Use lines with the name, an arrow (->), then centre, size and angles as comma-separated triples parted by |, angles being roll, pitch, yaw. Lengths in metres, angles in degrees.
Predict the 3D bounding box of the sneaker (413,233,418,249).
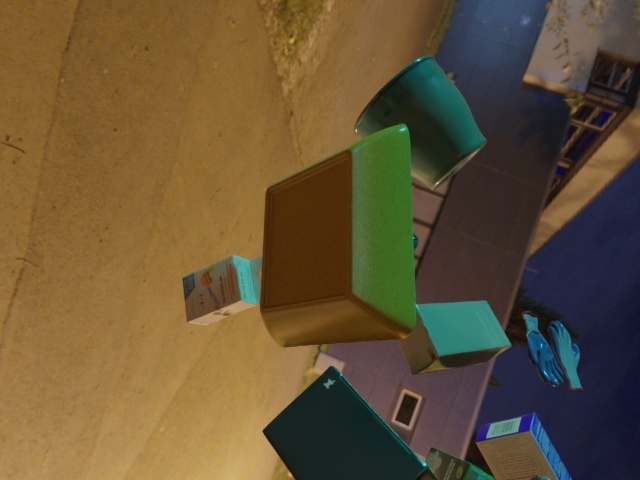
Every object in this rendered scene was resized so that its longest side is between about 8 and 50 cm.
sneaker -> 0.161, 0.093, 1.297 | 0.283, 0.122, 0.110 | -49, -165, 26

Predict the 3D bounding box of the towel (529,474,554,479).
towel -> 0.446, 0.492, 0.773 | 0.284, 0.235, 0.121 | -21, 131, -79

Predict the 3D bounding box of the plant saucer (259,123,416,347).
plant saucer -> 0.000, 0.000, 0.849 | 0.333, 0.081, 0.332 | -18, -114, 49

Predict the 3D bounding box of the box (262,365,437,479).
box -> 0.101, 0.513, 1.136 | 0.212, 0.293, 0.395 | -41, 137, -10

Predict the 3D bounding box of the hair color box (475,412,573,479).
hair color box -> 0.651, 0.721, 1.591 | 0.185, 0.338, 0.110 | -28, 180, 33

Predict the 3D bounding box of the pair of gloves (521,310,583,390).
pair of gloves -> 0.493, 0.233, 1.080 | 0.023, 0.198, 0.159 | -37, -133, 42

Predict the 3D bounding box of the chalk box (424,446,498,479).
chalk box -> 0.367, 0.644, 1.320 | 0.132, 0.132, 0.213 | -59, -161, -17

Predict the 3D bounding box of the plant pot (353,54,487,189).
plant pot -> 0.268, -0.276, 1.312 | 0.272, 0.255, 0.271 | -40, 173, -6

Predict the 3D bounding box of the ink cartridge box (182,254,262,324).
ink cartridge box -> -0.199, 0.099, 1.081 | 0.062, 0.182, 0.104 | 28, 44, -57

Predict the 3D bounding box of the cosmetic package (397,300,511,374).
cosmetic package -> 0.290, 0.211, 1.139 | 0.107, 0.238, 0.127 | -55, -136, 43
